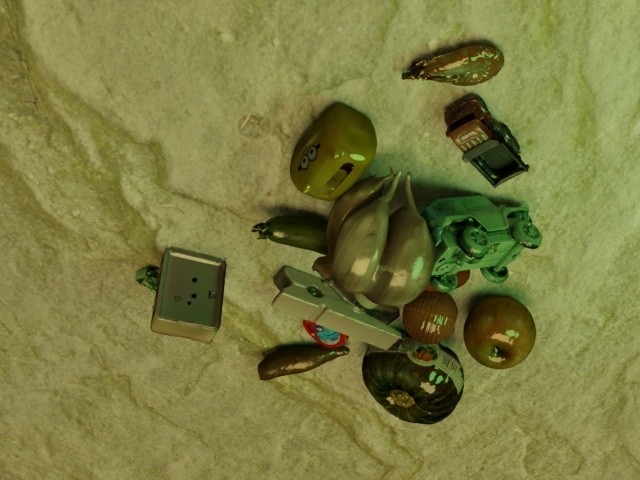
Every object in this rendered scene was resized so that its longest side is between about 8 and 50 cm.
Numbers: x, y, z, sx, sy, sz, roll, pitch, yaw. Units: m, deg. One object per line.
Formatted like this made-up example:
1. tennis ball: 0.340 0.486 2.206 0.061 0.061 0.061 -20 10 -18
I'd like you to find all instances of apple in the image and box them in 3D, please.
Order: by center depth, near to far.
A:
1. apple: 0.422 0.214 2.063 0.182 0.155 0.182 8 132 9

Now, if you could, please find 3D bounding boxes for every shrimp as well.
1. shrimp: 0.235 -0.304 1.551 0.184 0.043 0.091 -5 142 5

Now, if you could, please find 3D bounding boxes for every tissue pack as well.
1. tissue pack: 0.023 -0.157 1.655 0.123 0.127 0.178 21 135 -26

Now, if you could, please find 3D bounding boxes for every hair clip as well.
1. hair clip: 0.044 0.158 2.041 0.331 0.101 0.085 24 137 -22

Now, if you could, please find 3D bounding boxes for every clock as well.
1. clock: -0.291 0.119 1.918 0.147 0.192 0.071 13 139 -16

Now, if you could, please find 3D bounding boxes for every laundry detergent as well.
1. laundry detergent: -0.002 0.198 2.120 0.097 0.049 0.165 -16 134 25

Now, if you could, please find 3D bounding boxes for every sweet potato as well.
1. sweet potato: -0.048 0.296 2.217 0.244 0.077 0.077 -18 136 10

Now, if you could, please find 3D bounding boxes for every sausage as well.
1. sausage: 0.268 0.074 1.900 0.076 0.076 0.197 -26 170 26

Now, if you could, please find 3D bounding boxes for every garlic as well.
1. garlic: 0.109 0.005 1.726 0.210 0.237 0.292 16 133 -16

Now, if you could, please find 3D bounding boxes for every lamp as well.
1. lamp: 0.254 0.173 2.025 0.136 0.136 0.136 0 139 0

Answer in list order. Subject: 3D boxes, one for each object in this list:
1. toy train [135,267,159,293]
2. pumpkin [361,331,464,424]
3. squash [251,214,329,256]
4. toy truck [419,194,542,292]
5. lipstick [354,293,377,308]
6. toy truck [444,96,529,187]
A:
1. toy train: -0.384 0.095 2.011 0.053 0.033 0.083 -14 137 23
2. pumpkin: 0.240 0.334 2.180 0.260 0.189 0.260 21 138 20
3. squash: 0.002 -0.002 1.868 0.318 0.071 0.080 20 118 -24
4. toy truck: 0.312 -0.002 1.791 0.279 0.156 0.155 -7 147 -35
5. lipstick: 0.174 0.060 1.943 0.070 0.070 0.254 23 133 -24
6. toy truck: 0.315 -0.181 1.653 0.083 0.092 0.192 -28 131 29
